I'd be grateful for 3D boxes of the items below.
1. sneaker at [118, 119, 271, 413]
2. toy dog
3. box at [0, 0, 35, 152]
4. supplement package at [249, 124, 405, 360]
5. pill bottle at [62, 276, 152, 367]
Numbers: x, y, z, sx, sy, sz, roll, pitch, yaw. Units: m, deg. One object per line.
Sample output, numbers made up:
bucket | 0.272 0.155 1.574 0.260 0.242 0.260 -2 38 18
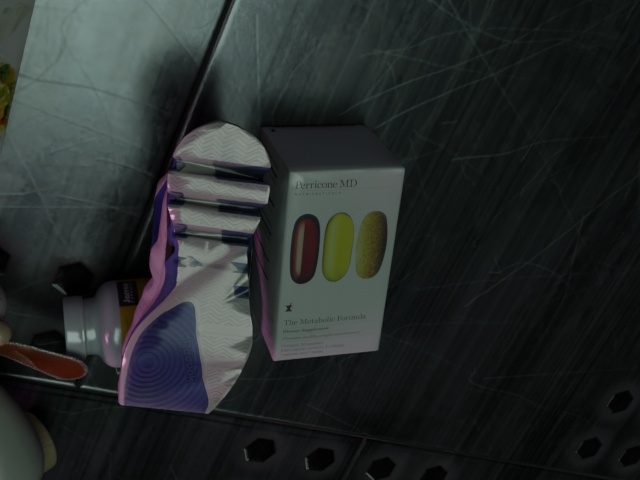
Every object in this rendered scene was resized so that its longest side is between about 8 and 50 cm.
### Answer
sneaker | -0.131 0.019 0.961 0.127 0.182 0.316 12 100 -12
toy dog | -0.355 0.209 0.964 0.220 0.161 0.334 -48 153 -28
box | -0.317 -0.201 0.819 0.067 0.063 0.324 32 119 15
supplement package | 0.000 0.000 1.034 0.139 0.134 0.244 -4 120 -17
pill bottle | -0.207 0.095 1.037 0.184 0.103 0.103 -4 120 -17
